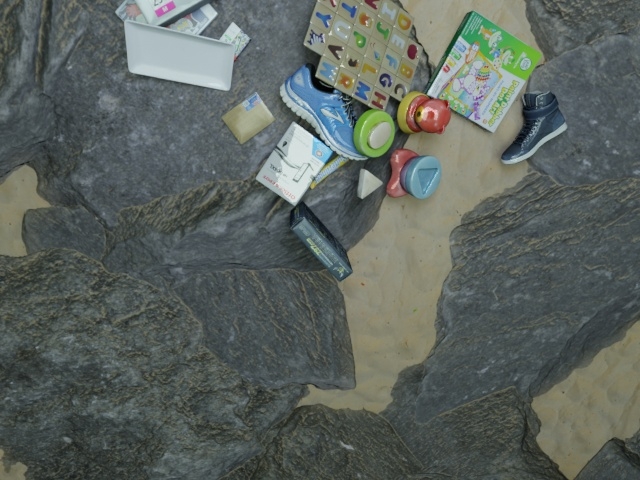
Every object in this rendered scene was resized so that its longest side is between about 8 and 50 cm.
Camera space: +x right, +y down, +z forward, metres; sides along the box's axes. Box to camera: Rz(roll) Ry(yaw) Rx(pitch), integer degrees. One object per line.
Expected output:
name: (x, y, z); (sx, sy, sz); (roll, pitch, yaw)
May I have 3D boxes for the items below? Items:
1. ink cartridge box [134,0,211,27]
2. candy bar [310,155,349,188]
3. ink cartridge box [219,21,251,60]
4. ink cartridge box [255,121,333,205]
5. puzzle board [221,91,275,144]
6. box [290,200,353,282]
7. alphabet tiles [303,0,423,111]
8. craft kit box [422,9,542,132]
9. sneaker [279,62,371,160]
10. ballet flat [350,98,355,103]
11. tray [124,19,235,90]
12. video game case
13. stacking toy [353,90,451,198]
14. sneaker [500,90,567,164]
ink cartridge box: (-0.369, -0.708, 1.010); (0.275, 0.060, 0.238); (-26, 111, 5)
candy bar: (0.026, -0.224, 1.259); (0.162, 0.018, 0.040); (-35, 109, 9)
ink cartridge box: (-0.252, -0.534, 1.119); (0.063, 0.029, 0.115); (39, 102, -16)
ink cartridge box: (-0.075, -0.228, 1.206); (0.148, 0.086, 0.203); (34, 104, -7)
puzzle board: (-0.212, -0.361, 1.195); (0.128, 0.011, 0.096); (-34, 108, 7)
box: (0.000, 0.000, 1.251); (0.059, 0.183, 0.232); (-39, 109, 9)
alphabet tiles: (0.126, -0.521, 1.083); (0.343, 0.011, 0.284); (18, 89, -28)
craft kit box: (0.468, -0.484, 1.180); (0.247, 0.061, 0.249); (23, 107, -15)
sneaker: (0.048, -0.359, 1.135); (0.330, 0.129, 0.147); (38, 125, -16)
ballet flat: (0.113, -0.459, 1.161); (0.057, 0.052, 0.168); (38, 103, -15)
tray: (-0.372, -0.496, 1.083); (0.271, 0.030, 0.145); (6, 141, -16)
video game case: (-0.411, -0.610, 1.083); (0.201, 0.023, 0.183); (-41, 107, 11)
stacking toy: (0.243, -0.246, 1.142); (0.280, 0.130, 0.308); (-19, 121, -28)
sneaker: (0.619, -0.348, 1.214); (0.226, 0.086, 0.163); (-38, 119, -1)
